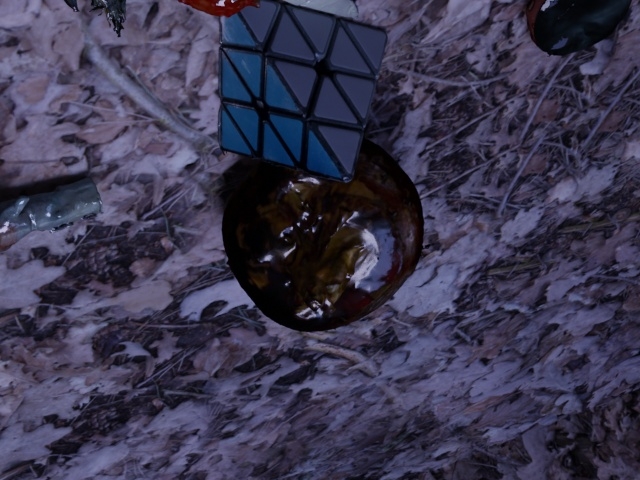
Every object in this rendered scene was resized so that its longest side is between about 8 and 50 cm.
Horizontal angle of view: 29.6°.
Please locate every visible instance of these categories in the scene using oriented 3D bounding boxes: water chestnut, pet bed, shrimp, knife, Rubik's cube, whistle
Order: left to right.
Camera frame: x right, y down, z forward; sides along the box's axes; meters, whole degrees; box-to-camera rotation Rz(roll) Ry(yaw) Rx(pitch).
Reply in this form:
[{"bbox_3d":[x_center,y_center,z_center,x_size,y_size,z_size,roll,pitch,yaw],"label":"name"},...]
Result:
[{"bbox_3d":[-0.482,-0.008,1.741,0.346,0.134,0.142,-21,138,-25],"label":"whistle"},{"bbox_3d":[-0.293,-0.324,1.539,0.091,0.034,0.161,-14,139,0],"label":"shrimp"},{"bbox_3d":[-0.045,-0.351,1.688,0.297,0.017,0.047,6,136,-46],"label":"knife"},{"bbox_3d":[-0.037,-0.217,1.756,0.228,0.233,0.228,11,-174,4],"label":"Rubik's cube"},{"bbox_3d":[0.000,0.000,1.906,0.335,0.347,0.335,5,115,11],"label":"water chestnut"},{"bbox_3d":[0.420,-0.379,1.951,0.201,0.053,0.201,-19,144,-14],"label":"pet bed"}]

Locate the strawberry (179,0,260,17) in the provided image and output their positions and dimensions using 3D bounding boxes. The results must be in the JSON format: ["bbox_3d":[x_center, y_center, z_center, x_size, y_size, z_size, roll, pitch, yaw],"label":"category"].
[{"bbox_3d":[-0.162,-0.390,1.438,0.244,0.205,0.205,22,125,-23],"label":"strawberry"}]
